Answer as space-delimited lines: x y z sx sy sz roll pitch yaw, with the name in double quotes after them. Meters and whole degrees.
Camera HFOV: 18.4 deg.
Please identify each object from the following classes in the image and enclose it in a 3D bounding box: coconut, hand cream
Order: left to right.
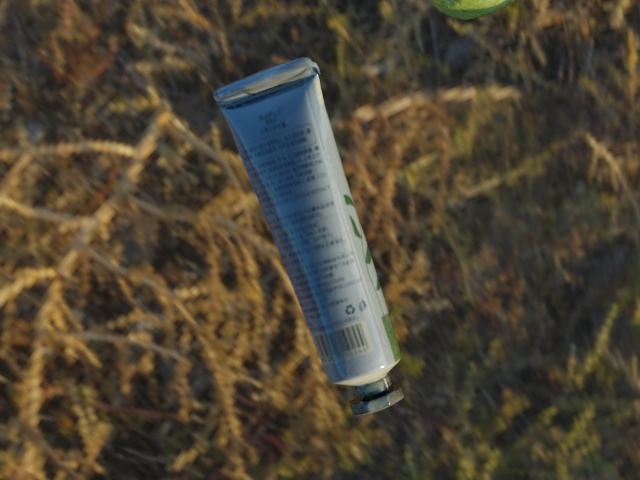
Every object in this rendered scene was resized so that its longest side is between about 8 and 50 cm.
0.000 0.000 1.406 0.088 0.055 0.256 -17 97 33 "hand cream"
0.125 -0.217 1.547 0.088 0.096 0.087 15 121 26 "coconut"
